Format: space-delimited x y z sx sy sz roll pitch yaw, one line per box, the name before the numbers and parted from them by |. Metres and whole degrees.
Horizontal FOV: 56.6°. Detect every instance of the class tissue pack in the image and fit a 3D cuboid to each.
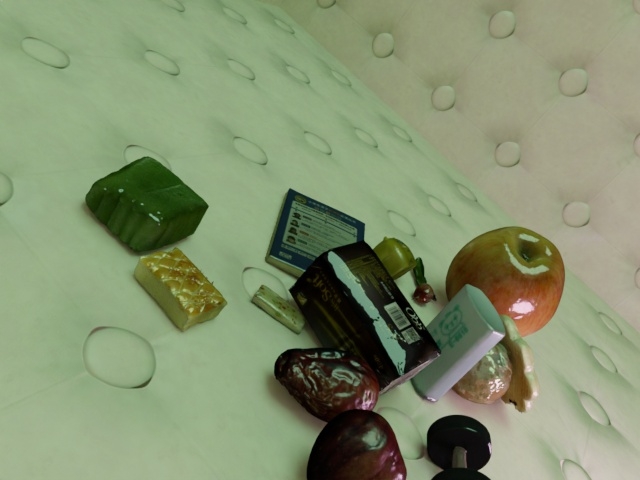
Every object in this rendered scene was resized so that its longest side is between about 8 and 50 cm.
tissue pack | 0.118 0.205 1.512 0.210 0.198 0.370 -10 60 -46
tissue pack | 0.236 0.059 1.970 0.127 0.123 0.178 56 17 14

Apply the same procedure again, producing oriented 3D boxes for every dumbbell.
dumbbell | 0.322 0.527 1.363 0.152 0.152 0.218 34 28 -9

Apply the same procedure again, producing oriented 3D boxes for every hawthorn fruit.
hawthorn fruit | 0.338 0.182 1.994 0.067 0.067 0.103 48 31 18

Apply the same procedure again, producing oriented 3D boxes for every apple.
apple | 0.637 0.138 2.038 0.391 0.346 0.391 6 41 -6

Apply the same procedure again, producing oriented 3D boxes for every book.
book | 0.000 0.000 1.856 0.300 0.039 0.428 25 31 -8

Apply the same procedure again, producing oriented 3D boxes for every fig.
fig | 0.039 0.449 1.151 0.249 0.204 0.186 -21 22 -22

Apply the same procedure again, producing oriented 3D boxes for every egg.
egg | 0.452 0.363 1.725 0.195 0.195 0.233 27 17 -21

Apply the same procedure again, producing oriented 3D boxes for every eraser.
eraser | 0.360 0.282 1.631 0.104 0.290 0.189 26 27 -21

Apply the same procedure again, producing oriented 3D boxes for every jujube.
jujube | 0.013 0.314 1.319 0.236 0.168 0.168 26 30 -16

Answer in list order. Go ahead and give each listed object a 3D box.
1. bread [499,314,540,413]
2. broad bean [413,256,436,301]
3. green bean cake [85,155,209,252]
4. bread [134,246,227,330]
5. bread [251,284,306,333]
bread | 0.563 0.361 1.792 0.054 0.316 0.316 -13 47 -10
broad bean | 0.360 0.132 2.111 0.061 0.046 0.195 30 32 -41
green bean cake | -0.421 -0.088 1.440 0.222 0.125 0.248 40 25 7
bread | -0.315 0.104 1.331 0.188 0.068 0.125 46 29 14
bread | -0.103 0.175 1.522 0.153 0.028 0.068 38 26 -5
